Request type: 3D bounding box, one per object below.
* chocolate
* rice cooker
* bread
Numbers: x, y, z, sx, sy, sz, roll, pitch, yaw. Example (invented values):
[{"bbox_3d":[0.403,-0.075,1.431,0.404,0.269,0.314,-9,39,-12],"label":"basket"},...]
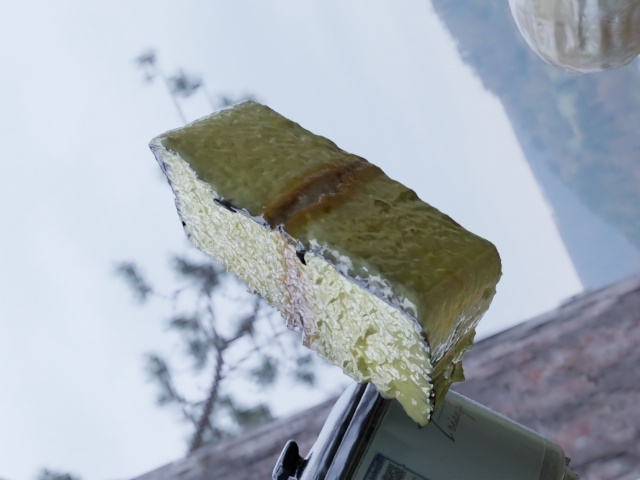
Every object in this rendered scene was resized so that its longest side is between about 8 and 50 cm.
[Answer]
[{"bbox_3d":[0.187,-0.246,1.068,0.134,0.134,0.309,-105,-5,-47],"label":"chocolate"},{"bbox_3d":[0.068,0.228,1.217,0.227,0.280,0.241,25,177,4],"label":"rice cooker"},{"bbox_3d":[0.000,0.000,1.083,0.266,0.142,0.178,32,173,21],"label":"bread"}]
